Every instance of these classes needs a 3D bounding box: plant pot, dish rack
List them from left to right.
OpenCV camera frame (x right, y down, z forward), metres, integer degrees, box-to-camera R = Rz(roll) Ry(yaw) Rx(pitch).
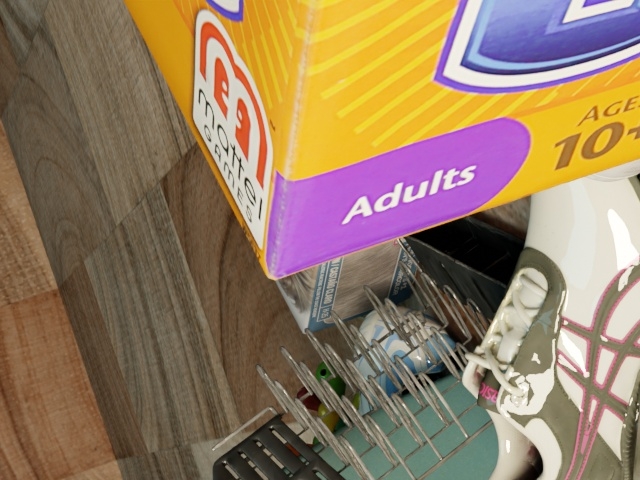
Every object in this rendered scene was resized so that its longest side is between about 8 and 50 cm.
[{"bbox_3d":[0.039,0.099,1.108,0.074,0.271,0.208,58,168,-23],"label":"dish rack"},{"bbox_3d":[0.061,0.223,1.187,0.165,0.234,0.165,59,157,33],"label":"plant pot"}]

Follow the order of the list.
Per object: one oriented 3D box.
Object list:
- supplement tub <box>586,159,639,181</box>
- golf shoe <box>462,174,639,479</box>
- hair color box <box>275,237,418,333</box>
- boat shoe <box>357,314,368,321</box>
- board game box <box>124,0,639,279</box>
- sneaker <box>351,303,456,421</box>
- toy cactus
[{"bbox_3d":[0.170,-0.077,0.856,0.071,0.071,0.107,70,161,7],"label":"supplement tub"},{"bbox_3d":[0.148,0.054,0.969,0.105,0.120,0.272,-141,38,-61],"label":"golf shoe"},{"bbox_3d":[-0.033,-0.116,1.345,0.347,0.105,0.174,61,159,29],"label":"hair color box"},{"bbox_3d":[0.000,0.000,1.427,0.190,0.068,0.072,60,170,31],"label":"boat shoe"},{"bbox_3d":[0.087,-0.271,0.463,0.356,0.356,0.356,61,158,29],"label":"board game box"},{"bbox_3d":[0.073,0.145,1.331,0.086,0.085,0.237,31,149,25],"label":"sneaker"},{"bbox_3d":[0.030,0.225,1.513,0.219,0.112,0.180,61,170,6],"label":"toy cactus"}]
